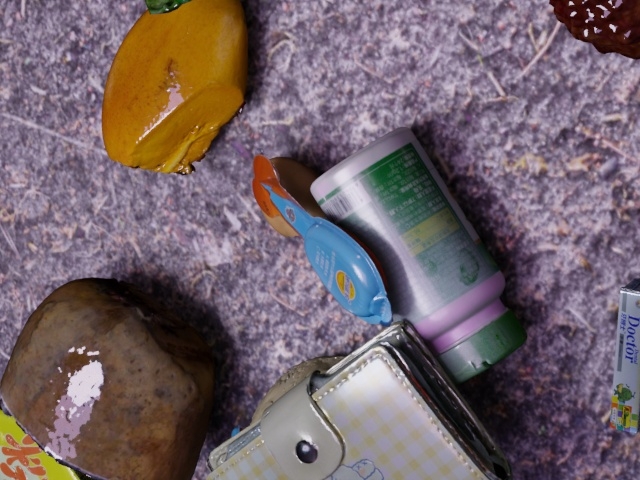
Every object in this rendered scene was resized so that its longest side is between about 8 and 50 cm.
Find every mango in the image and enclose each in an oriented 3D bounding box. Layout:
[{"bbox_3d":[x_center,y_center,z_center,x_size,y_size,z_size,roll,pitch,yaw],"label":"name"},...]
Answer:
[{"bbox_3d":[-0.165,-0.187,1.976,0.154,0.126,0.252,40,113,35],"label":"mango"}]

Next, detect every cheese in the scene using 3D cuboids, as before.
[{"bbox_3d":[0.000,0.000,1.868,0.256,0.037,0.106,47,148,29],"label":"cheese"},{"bbox_3d":[-0.103,0.250,2.093,0.017,0.111,0.047,7,79,-5],"label":"cheese"}]

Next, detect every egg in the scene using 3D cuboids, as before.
[{"bbox_3d":[-0.033,-0.052,1.970,0.080,0.080,0.096,-22,100,32],"label":"egg"}]

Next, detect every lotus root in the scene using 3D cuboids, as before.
[{"bbox_3d":[-0.233,0.155,2.063,0.272,0.272,0.192,31,106,18],"label":"lotus root"}]

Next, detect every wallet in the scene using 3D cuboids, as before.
[{"bbox_3d":[0.031,0.254,1.871,0.309,0.077,0.223,-38,90,27],"label":"wallet"}]

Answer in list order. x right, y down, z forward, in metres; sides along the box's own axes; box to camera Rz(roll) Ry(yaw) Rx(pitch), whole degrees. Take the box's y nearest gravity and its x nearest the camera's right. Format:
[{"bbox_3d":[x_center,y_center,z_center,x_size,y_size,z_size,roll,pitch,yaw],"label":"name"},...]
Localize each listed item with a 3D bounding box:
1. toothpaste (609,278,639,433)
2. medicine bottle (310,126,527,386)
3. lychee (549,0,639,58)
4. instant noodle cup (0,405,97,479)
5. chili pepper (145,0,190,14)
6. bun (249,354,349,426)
[{"bbox_3d":[0.339,0.125,1.842,0.034,0.046,0.164,12,111,29],"label":"toothpaste"},{"bbox_3d":[0.112,0.021,1.883,0.133,0.133,0.274,-32,87,32],"label":"medicine bottle"},{"bbox_3d":[0.306,-0.300,1.601,0.304,0.276,0.275,-10,101,4],"label":"lychee"},{"bbox_3d":[-0.345,0.314,2.172,0.311,0.221,0.311,8,108,26],"label":"instant noodle cup"},{"bbox_3d":[-0.084,-0.347,1.827,0.385,0.213,0.167,-1,109,31],"label":"chili pepper"},{"bbox_3d":[0.021,0.259,1.997,0.259,0.152,0.259,10,112,27],"label":"bun"}]
